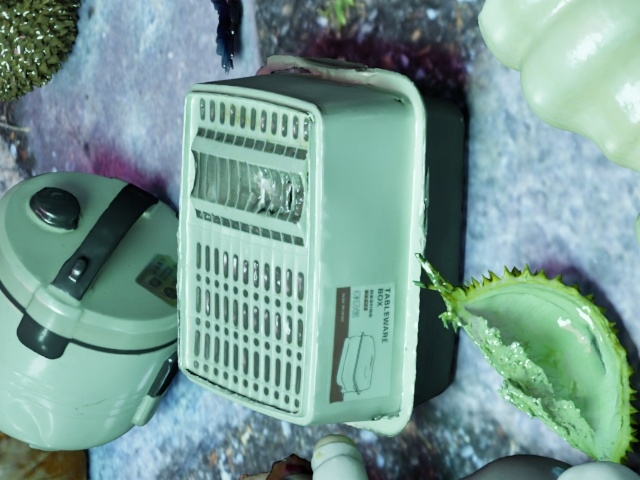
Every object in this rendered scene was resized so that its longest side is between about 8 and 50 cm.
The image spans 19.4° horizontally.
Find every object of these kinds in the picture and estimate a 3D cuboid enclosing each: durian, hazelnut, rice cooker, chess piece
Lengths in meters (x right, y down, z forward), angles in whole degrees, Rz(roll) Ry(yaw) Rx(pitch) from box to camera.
[{"bbox_3d":[0.159,0.078,1.366,0.215,0.100,0.086,45,125,14],"label":"durian"},{"bbox_3d":[-0.322,0.251,1.937,0.182,0.182,0.182,9,102,50],"label":"hazelnut"},{"bbox_3d":[-0.225,0.060,1.757,0.226,0.226,0.244,52,133,33],"label":"rice cooker"},{"bbox_3d":[0.256,-0.052,1.201,0.182,0.182,0.330,-45,67,44],"label":"chess piece"},{"bbox_3d":[-0.327,-0.241,1.900,0.196,0.167,0.196,0,89,26],"label":"durian"}]

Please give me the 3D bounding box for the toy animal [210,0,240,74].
[{"bbox_3d":[-0.111,-0.254,1.700,0.108,0.062,0.220,-13,84,33],"label":"toy animal"}]

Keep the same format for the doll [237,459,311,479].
[{"bbox_3d":[-0.036,0.351,1.610,0.201,0.156,0.303,-29,77,33],"label":"doll"}]

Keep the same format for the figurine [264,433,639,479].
[{"bbox_3d":[0.107,0.241,1.410,0.365,0.206,0.218,29,142,63],"label":"figurine"}]

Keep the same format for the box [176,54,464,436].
[{"bbox_3d":[0.000,0.000,1.502,0.220,0.166,0.290,15,107,49],"label":"box"}]
